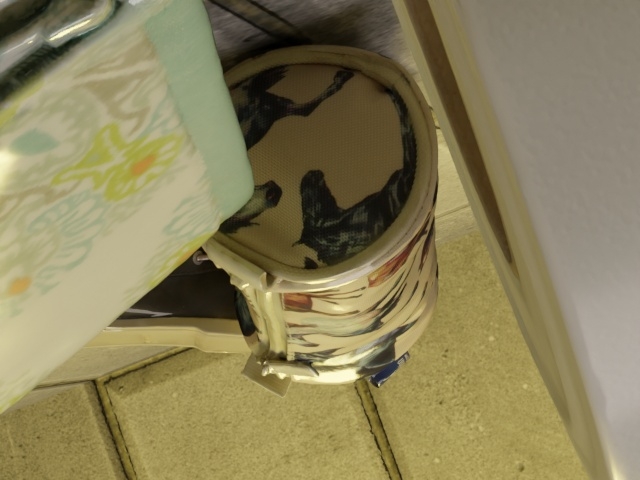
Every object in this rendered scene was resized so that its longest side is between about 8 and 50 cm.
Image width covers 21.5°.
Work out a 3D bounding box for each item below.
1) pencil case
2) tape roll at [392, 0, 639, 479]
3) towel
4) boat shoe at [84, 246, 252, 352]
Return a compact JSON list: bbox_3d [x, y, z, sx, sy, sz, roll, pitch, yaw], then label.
[{"bbox_3d":[0.000,0.000,1.174,0.160,0.183,0.410,21,168,9],"label":"pencil case"},{"bbox_3d":[0.071,-0.075,0.447,0.100,0.286,0.286,-20,174,3],"label":"tape roll"},{"bbox_3d":[-0.181,0.006,0.734,0.320,0.090,0.374,-38,166,-7],"label":"towel"},{"bbox_3d":[-0.171,0.036,1.397,0.335,0.095,0.112,4,164,-10],"label":"boat shoe"}]
